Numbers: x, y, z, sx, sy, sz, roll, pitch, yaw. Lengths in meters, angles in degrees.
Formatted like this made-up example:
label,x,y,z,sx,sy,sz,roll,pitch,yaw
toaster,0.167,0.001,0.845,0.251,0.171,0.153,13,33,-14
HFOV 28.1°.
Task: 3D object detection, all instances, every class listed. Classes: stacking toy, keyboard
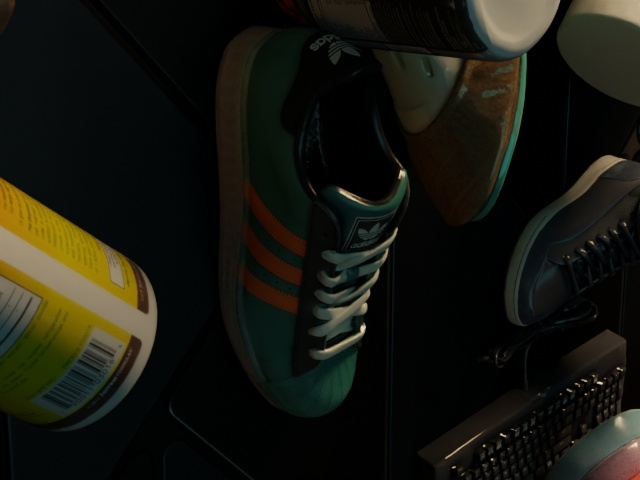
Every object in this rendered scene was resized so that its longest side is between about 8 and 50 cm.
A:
label,x,y,z,sx,sy,sz,roll,pitch,yaw
stacking toy,0.323,0.264,1.360,0.309,0.130,0.279,-9,139,-41
keyboard,0.206,0.163,1.245,0.317,0.033,0.202,-25,117,-41

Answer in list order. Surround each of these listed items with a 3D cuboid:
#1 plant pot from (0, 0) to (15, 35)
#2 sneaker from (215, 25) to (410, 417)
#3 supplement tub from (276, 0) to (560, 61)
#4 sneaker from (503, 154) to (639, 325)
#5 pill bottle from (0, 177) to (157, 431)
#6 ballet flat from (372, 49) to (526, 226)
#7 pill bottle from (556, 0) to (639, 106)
label,x,y,z,sx,sy,sz,roll,pitch,yaw
plant pot,-0.246,-0.139,0.607,0.165,0.167,0.167,-20,115,-51
sneaker,0.000,0.000,0.917,0.108,0.121,0.302,-25,118,-40
supplement tub,0.060,-0.188,0.880,0.117,0.190,0.117,-15,112,-43
sneaker,0.285,0.008,1.190,0.226,0.163,0.086,-46,131,-27
pill bottle,-0.200,0.021,0.716,0.215,0.117,0.117,38,73,-45
ballet flat,0.108,-0.188,1.003,0.124,0.116,0.342,17,88,-27
pill bottle,0.336,-0.271,1.169,0.160,0.160,0.283,45,68,-43
